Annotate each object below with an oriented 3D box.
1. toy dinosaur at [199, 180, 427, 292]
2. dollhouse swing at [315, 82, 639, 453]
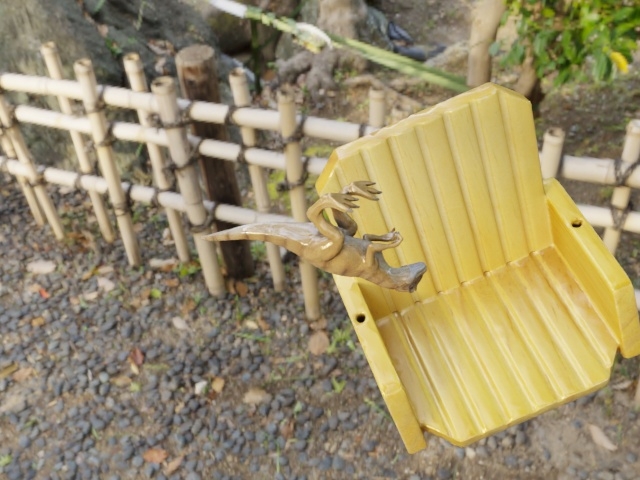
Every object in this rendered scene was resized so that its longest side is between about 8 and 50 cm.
[{"bbox_3d":[0.000,0.000,0.622,0.211,0.112,0.064,18,32,-5],"label":"toy dinosaur"},{"bbox_3d":[0.199,0.037,0.909,0.347,0.305,0.315,-23,53,0],"label":"dollhouse swing"}]
